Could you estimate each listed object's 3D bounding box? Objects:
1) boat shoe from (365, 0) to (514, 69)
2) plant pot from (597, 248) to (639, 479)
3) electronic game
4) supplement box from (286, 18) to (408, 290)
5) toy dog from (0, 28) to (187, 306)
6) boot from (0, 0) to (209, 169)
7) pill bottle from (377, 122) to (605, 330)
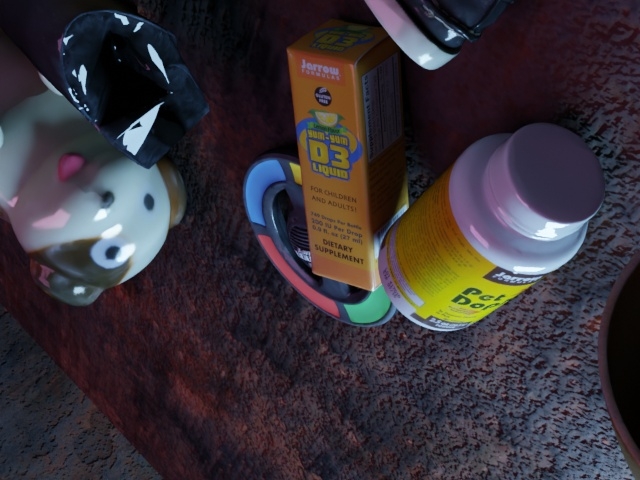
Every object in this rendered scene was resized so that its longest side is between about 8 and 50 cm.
[{"bbox_3d":[0.029,-0.284,0.637,0.113,0.127,0.340,-29,93,30],"label":"boat shoe"},{"bbox_3d":[0.310,0.136,0.648,0.237,0.237,0.254,30,159,31],"label":"plant pot"},{"bbox_3d":[0.000,0.000,1.058,0.229,0.048,0.229,33,147,26],"label":"electronic game"},{"bbox_3d":[0.029,-0.074,0.872,0.078,0.080,0.233,16,127,32],"label":"supplement box"},{"bbox_3d":[-0.372,-0.102,1.220,0.408,0.284,0.395,39,149,15],"label":"toy dog"},{"bbox_3d":[-0.331,-0.284,0.906,0.445,0.146,0.367,49,-169,29],"label":"boot"},{"bbox_3d":[0.136,-0.010,0.791,0.117,0.117,0.215,47,151,4],"label":"pill bottle"}]
